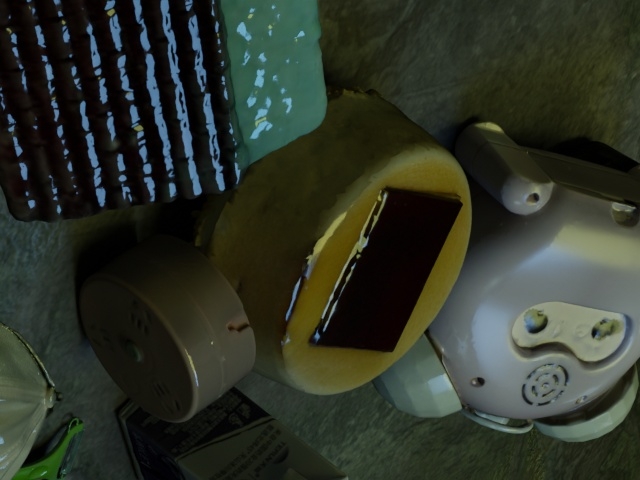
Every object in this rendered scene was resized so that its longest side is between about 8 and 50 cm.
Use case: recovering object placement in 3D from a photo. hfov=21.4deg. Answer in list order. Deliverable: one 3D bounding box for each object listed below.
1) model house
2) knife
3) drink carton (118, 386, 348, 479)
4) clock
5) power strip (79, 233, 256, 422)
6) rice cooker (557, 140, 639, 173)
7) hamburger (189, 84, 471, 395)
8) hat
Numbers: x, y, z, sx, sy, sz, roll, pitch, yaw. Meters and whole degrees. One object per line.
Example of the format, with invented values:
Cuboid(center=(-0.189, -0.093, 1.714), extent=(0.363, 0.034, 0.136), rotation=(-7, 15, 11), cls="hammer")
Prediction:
Cuboid(center=(-0.158, -0.152, 1.131), extent=(0.249, 0.230, 0.280), rotation=(-29, 140, -22), cls="model house")
Cuboid(center=(-0.274, 0.203, 1.499), extent=(0.166, 0.022, 0.078), rotation=(-10, 123, -52), cls="knife")
Cuboid(center=(-0.077, 0.229, 1.605), extent=(0.102, 0.222, 0.134), rotation=(-39, 147, -26), cls="drink carton")
Cuboid(center=(0.238, 0.064, 1.865), extent=(0.342, 0.184, 0.326), rotation=(15, 115, -22), cls="clock")
Cuboid(center=(-0.134, 0.076, 1.446), extent=(0.078, 0.154, 0.154), rotation=(-37, 146, -33), cls="power strip")
Cuboid(center=(0.319, -0.055, 2.013), extent=(0.165, 0.106, 0.112), rotation=(-15, 132, -43), cls="rice cooker")
Cuboid(center=(0.000, 0.000, 1.543), extent=(0.302, 0.170, 0.302), rotation=(-32, 139, -33), cls="hamburger")
Cuboid(center=(-0.321, 0.171, 1.286), extent=(0.219, 0.164, 0.226), rotation=(86, 26, -46), cls="hat")
